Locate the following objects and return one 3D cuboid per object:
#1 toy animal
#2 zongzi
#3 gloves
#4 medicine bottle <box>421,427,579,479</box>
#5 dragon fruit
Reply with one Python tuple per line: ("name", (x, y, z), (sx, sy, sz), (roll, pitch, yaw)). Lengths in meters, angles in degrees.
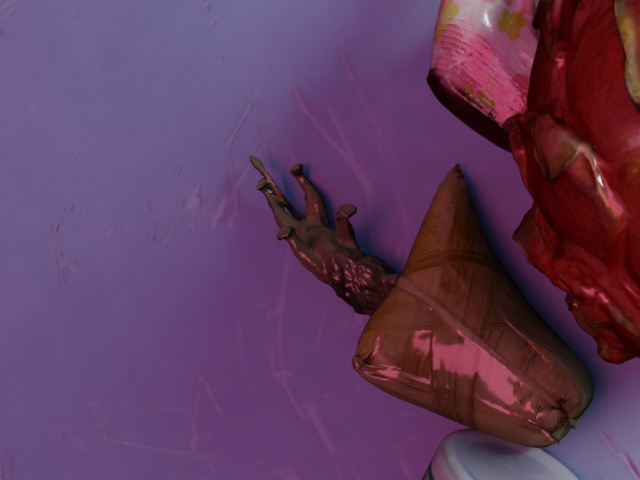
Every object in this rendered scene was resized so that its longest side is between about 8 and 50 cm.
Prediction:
("toy animal", (-0.006, -0.011, 1.098), (0.069, 0.086, 0.220), (-35, 58, -7))
("zongzi", (0.140, 0.052, 0.984), (0.194, 0.099, 0.197), (22, 82, 23))
("gloves", (0.180, -0.191, 0.916), (0.145, 0.126, 0.241), (36, 85, 38))
("medicine bottle", (0.102, 0.294, 0.990), (0.133, 0.133, 0.274), (37, 115, 32))
("dragon fruit", (0.254, -0.071, 0.760), (0.277, 0.277, 0.342), (36, 124, 32))
